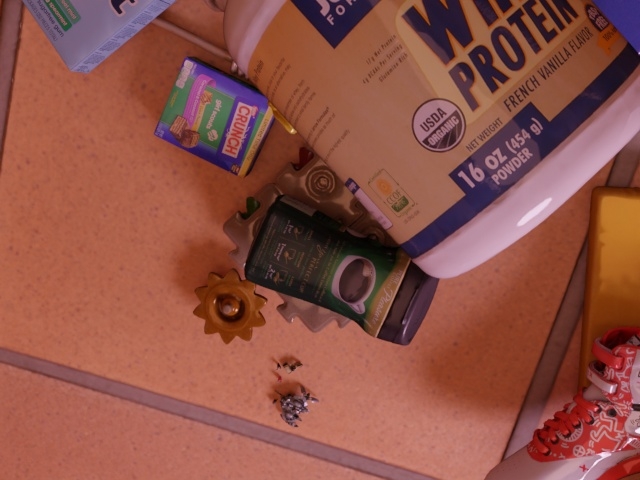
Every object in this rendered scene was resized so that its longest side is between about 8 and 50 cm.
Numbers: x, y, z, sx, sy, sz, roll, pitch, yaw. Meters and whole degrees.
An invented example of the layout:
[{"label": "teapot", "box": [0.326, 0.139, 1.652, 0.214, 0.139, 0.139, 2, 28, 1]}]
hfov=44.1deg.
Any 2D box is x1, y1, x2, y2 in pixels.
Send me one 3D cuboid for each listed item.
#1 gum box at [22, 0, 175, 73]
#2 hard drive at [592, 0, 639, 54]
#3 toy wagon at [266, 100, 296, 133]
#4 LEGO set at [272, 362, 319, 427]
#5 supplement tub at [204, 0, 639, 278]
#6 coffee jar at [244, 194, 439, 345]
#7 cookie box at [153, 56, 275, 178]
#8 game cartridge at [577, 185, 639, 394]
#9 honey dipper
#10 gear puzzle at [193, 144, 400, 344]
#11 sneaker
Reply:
[{"label": "gum box", "box": [-0.220, -0.287, 0.792, 0.184, 0.041, 0.157, -34, 90, 13]}, {"label": "hard drive", "box": [0.213, -0.310, 0.635, 0.210, 0.040, 0.319, -32, 91, 32]}, {"label": "toy wagon", "box": [0.096, -0.220, 0.751, 0.344, 0.068, 0.267, -31, 91, 10]}, {"label": "LEGO set", "box": [-0.034, 0.183, 0.919, 0.054, 0.023, 0.083, -22, 102, 12]}, {"label": "supplement tub", "box": [0.070, -0.154, 0.611, 0.228, 0.228, 0.316, -42, 90, 15]}, {"label": "coffee jar", "box": [0.023, 0.031, 0.791, 0.184, 0.079, 0.096, 24, 95, 6]}, {"label": "cookie box", "box": [-0.107, -0.130, 0.833, 0.107, 0.040, 0.092, 26, 106, -2]}, {"label": "game cartridge", "box": [0.443, 0.084, 0.829, 0.323, 0.053, 0.285, 2, 105, 9]}, {"label": "honey dipper", "box": [-0.126, -0.206, 0.823, 0.160, 0.030, 0.030, 26, 107, 3]}, {"label": "gear puzzle", "box": [0.000, 0.000, 0.856, 0.339, 0.044, 0.175, -41, 90, 14]}, {"label": "sneaker", "box": [0.277, 0.174, 0.808, 0.270, 0.090, 0.145, -19, 101, 10]}]
